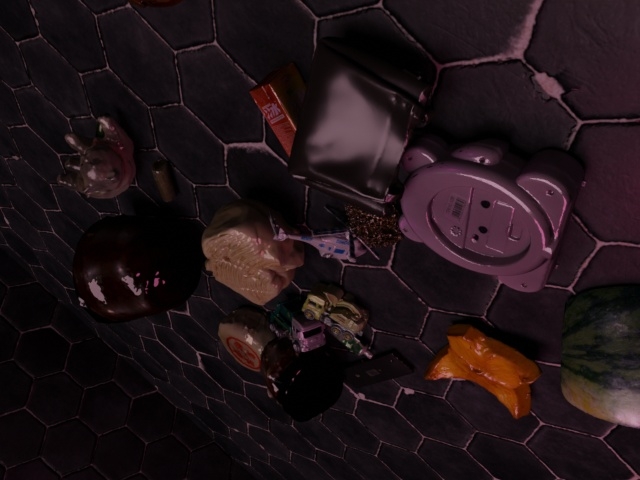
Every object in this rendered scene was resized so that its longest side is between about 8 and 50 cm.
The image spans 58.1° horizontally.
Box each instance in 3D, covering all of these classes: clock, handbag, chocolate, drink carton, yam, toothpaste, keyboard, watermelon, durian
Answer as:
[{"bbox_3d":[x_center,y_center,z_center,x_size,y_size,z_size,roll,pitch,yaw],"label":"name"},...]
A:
[{"bbox_3d":[0.308,-0.061,1.107,0.322,0.113,0.295,22,141,25],"label":"clock"},{"bbox_3d":[0.073,-0.205,1.072,0.257,0.113,0.285,34,122,28],"label":"handbag"},{"bbox_3d":[-0.079,0.420,1.855,0.210,0.225,0.340,39,168,36],"label":"chocolate"},{"bbox_3d":[-0.049,-0.252,1.229,0.071,0.096,0.223,-5,126,45],"label":"drink carton"},{"bbox_3d":[-0.466,-0.176,1.720,0.054,0.054,0.132,21,141,24],"label":"yam"},{"bbox_3d":[0.058,0.274,1.743,0.248,0.047,0.078,36,152,10],"label":"toothpaste"},{"bbox_3d":[-0.553,0.085,1.868,0.331,0.383,0.383,-2,128,26],"label":"chocolate"},{"bbox_3d":[0.164,0.401,1.801,0.106,0.027,0.317,43,144,-10],"label":"keyboard"},{"bbox_3d":[0.606,0.220,1.145,0.213,0.201,0.261,-2,84,44],"label":"watermelon"},{"bbox_3d":[0.127,-0.037,1.310,0.189,0.091,0.148,15,138,27],"label":"durian"}]

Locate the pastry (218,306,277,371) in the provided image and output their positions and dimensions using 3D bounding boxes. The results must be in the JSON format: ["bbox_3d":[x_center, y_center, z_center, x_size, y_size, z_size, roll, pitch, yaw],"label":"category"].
[{"bbox_3d":[-0.239,0.347,2.017,0.265,0.133,0.264,28,143,23],"label":"pastry"}]

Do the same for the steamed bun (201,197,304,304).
[{"bbox_3d":[-0.168,0.014,1.544,0.276,0.203,0.289,-15,132,39],"label":"steamed bun"}]

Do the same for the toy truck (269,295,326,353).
[{"bbox_3d":[-0.073,0.242,1.739,0.216,0.110,0.116,31,132,54],"label":"toy truck"}]

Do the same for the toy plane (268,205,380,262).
[{"bbox_3d":[0.002,0.008,1.367,0.182,0.273,0.107,53,131,27],"label":"toy plane"}]

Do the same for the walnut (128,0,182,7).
[{"bbox_3d":[-0.337,-0.536,1.181,0.207,0.115,0.115,4,132,30],"label":"walnut"}]

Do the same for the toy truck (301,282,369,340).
[{"bbox_3d":[0.048,0.192,1.631,0.191,0.085,0.116,29,133,14],"label":"toy truck"}]

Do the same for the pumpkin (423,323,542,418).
[{"bbox_3d":[0.400,0.316,1.442,0.290,0.095,0.258,23,145,28],"label":"pumpkin"}]

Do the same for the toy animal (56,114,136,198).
[{"bbox_3d":[-0.674,-0.188,1.720,0.308,0.188,0.266,-20,157,11],"label":"toy animal"}]

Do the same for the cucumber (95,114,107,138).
[{"bbox_3d":[-0.663,-0.286,1.777,0.056,0.056,0.250,32,143,10],"label":"cucumber"}]
